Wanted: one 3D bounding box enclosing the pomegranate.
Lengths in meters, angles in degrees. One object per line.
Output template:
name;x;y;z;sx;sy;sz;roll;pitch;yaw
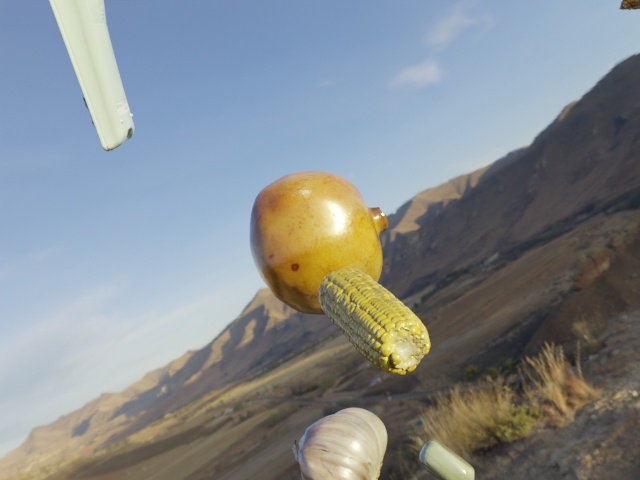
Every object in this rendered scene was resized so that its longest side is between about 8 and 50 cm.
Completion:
pomegranate;0.000;0.000;1.506;0.417;0.416;0.416;-29;-6;-3

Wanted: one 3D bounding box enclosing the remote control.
remote control;-0.273;-0.256;0.628;0.051;0.293;0.103;-11;21;-3

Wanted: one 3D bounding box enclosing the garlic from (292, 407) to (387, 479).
garlic;0.037;0.456;1.093;0.207;0.207;0.257;-24;-12;-37

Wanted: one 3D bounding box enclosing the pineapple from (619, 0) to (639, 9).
pineapple;0.437;-0.315;0.708;0.083;0.019;0.045;-8;13;-20

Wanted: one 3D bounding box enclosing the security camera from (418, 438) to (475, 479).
security camera;0.126;0.210;0.468;0.058;0.092;0.058;-44;-28;-31

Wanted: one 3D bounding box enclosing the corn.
corn;0.056;0.088;0.650;0.080;0.080;0.238;-28;18;-11
